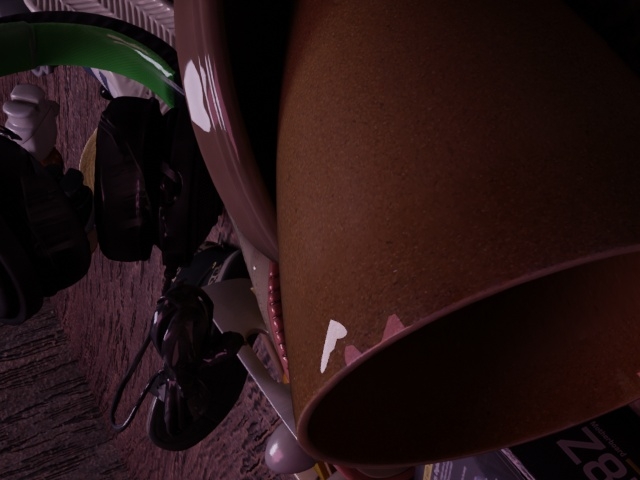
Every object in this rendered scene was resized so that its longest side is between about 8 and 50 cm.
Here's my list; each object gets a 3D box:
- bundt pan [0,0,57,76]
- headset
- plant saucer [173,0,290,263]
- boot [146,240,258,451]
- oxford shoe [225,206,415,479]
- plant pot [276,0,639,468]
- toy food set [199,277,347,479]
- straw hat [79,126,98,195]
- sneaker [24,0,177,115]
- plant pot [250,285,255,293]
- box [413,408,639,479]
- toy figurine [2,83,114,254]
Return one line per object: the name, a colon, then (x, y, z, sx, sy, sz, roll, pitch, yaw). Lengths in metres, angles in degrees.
bundt pan: (-0.330, -0.370, 1.237, 0.331, 0.124, 0.330, 47, 150, 39)
headset: (-0.169, -0.041, 0.728, 0.394, 0.244, 0.185, 59, 157, 30)
plant saucer: (-0.020, -0.101, 0.661, 0.278, 0.041, 0.277, -10, -90, -69)
boot: (-0.140, 0.109, 1.178, 0.236, 0.085, 0.179, -64, 24, -3)
oxford shoe: (0.000, 0.000, 0.837, 0.146, 0.141, 0.396, 145, 113, -70)
plant pot: (0.072, -0.042, 0.548, 0.237, 0.237, 0.254, 107, 151, -56)
toy food set: (-0.020, 0.200, 1.035, 0.219, 0.092, 0.306, 48, 164, 40)
straw hat: (-0.237, -0.094, 1.346, 0.061, 0.145, 0.144, -40, -69, -73)
sneaker: (-0.151, -0.168, 1.055, 0.350, 0.131, 0.148, 49, -177, 16)
plant pot: (0.002, 0.052, 0.939, 0.083, 0.081, 0.081, 56, 159, -7)
box: (0.181, 0.297, 0.731, 0.318, 0.097, 0.394, 47, 150, 37)
toy figurine: (-0.243, -0.092, 1.185, 0.213, 0.210, 0.148, 55, 160, 30)
